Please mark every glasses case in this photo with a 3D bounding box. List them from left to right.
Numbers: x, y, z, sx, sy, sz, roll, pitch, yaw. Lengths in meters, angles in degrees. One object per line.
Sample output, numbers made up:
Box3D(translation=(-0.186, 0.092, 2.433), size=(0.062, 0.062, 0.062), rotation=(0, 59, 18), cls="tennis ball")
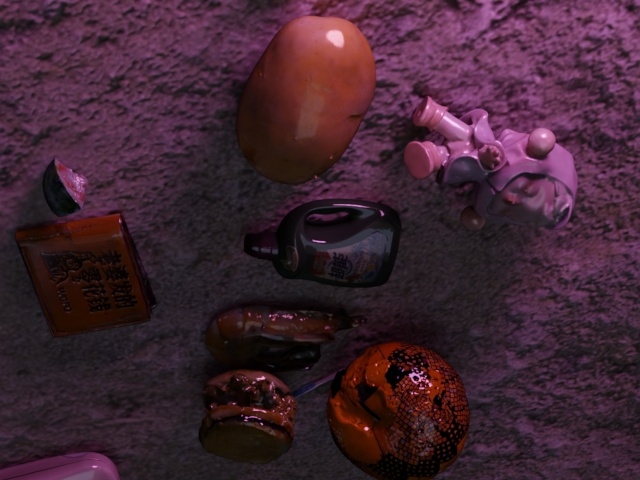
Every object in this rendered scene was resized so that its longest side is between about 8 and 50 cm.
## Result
Box3D(translation=(-0.485, 0.429, 1.730), size=(0.296, 0.075, 0.113), rotation=(-13, 128, 0), cls="glasses case")

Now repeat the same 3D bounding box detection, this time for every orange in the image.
Box3D(translation=(0.126, 0.274, 1.642), size=(0.234, 0.234, 0.182), rotation=(-51, 162, 24), cls="orange")

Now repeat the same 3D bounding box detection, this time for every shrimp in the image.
Box3D(translation=(-0.056, 0.165, 1.628), size=(0.254, 0.059, 0.145), rotation=(2, 128, -12), cls="shrimp")

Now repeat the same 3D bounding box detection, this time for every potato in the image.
Box3D(translation=(-0.015, -0.180, 1.343), size=(0.150, 0.146, 0.234), rotation=(-4, 133, -46), cls="potato")

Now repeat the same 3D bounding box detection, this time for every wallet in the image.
Box3D(translation=(-0.338, 0.054, 1.503), size=(0.160, 0.042, 0.196), rotation=(-12, 127, -2), cls="wallet")

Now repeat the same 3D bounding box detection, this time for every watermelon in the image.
Box3D(translation=(-0.348, -0.068, 1.419), size=(0.061, 0.085, 0.085), rotation=(-24, 133, -30), cls="watermelon")

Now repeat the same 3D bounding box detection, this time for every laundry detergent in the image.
Box3D(translation=(0.000, 0.000, 1.509), size=(0.221, 0.078, 0.144), rotation=(6, 123, -12), cls="laundry detergent")

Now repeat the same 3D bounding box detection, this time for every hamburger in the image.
Box3D(translation=(-0.113, 0.265, 1.631), size=(0.159, 0.131, 0.185), rotation=(21, 141, -19), cls="hamburger")

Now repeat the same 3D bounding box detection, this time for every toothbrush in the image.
Box3D(translation=(-0.021, 0.250, 1.725), size=(0.162, 0.014, 0.017), rotation=(-26, 145, 8), cls="toothbrush")

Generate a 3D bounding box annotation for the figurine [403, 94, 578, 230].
Box3D(translation=(0.245, -0.104, 1.445), size=(0.275, 0.133, 0.200), rotation=(22, 131, -19), cls="figurine")
